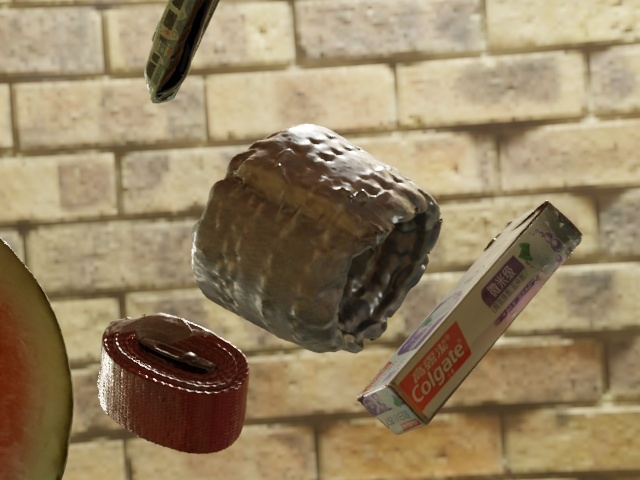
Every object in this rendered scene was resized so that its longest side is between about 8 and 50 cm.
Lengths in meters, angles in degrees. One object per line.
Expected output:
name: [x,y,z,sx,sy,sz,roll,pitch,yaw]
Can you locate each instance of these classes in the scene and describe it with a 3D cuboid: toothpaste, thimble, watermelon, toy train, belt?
toothpaste: [0.102,0.049,0.915,0.196,0.040,0.047,-45,5,-32]
thimble: [0.000,0.000,1.322,0.172,0.205,0.236,28,-6,21]
watermelon: [-0.169,0.079,0.572,0.119,0.245,0.063,29,-40,-27]
toy train: [-0.123,-0.226,1.329,0.047,0.207,0.043,37,26,21]
belt: [-0.183,0.182,1.693,0.201,0.124,0.128,22,35,22]
